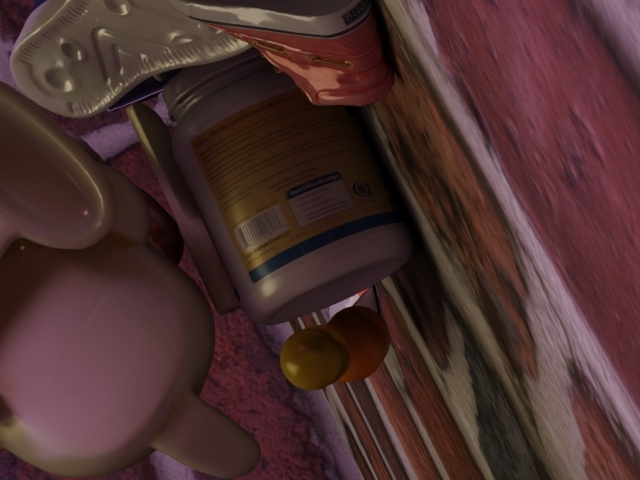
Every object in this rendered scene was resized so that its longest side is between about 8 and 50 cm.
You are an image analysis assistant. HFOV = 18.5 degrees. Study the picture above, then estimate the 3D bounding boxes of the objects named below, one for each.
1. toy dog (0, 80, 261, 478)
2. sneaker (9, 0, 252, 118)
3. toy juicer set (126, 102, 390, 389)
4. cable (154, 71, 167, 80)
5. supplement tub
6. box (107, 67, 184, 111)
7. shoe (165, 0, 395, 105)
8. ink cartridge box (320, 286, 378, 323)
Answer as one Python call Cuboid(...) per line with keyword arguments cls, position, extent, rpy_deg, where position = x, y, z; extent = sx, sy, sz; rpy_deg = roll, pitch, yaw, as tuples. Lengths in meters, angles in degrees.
Cuboid(cls="toy dog", position=(-0.217, 0.040, 1.640), extent=(0.395, 0.284, 0.408), rpy_deg=(22, -179, -6))
Cuboid(cls="sneaker", position=(-0.095, -0.237, 1.484), extent=(0.130, 0.236, 0.323), rpy_deg=(42, 140, -22))
Cuboid(cls="toy juicer set", position=(-0.059, 0.033, 1.664), extent=(0.329, 0.089, 0.209), rpy_deg=(27, -140, -52))
Cuboid(cls="cable", position=(-0.100, -0.221, 1.682), extent=(0.287, 0.139, 0.072), rpy_deg=(-111, 16, -46))
Cuboid(cls="supplement tub", position=(-0.029, -0.050, 1.525), extent=(0.144, 0.144, 0.199), rpy_deg=(91, 154, -79))
Cuboid(cls="box", position=(-0.212, -0.317, 2.030), extent=(0.294, 0.183, 0.296), rpy_deg=(-125, 13, -73))
Cuboid(cls="shoe", position=(-0.029, -0.138, 1.293), extent=(0.178, 0.063, 0.081), rpy_deg=(16, 142, 41))
Cuboid(cls="ink cartridge box", position=(0.000, 0.000, 2.004), extent=(0.224, 0.056, 0.181), rpy_deg=(72, 172, -63))
